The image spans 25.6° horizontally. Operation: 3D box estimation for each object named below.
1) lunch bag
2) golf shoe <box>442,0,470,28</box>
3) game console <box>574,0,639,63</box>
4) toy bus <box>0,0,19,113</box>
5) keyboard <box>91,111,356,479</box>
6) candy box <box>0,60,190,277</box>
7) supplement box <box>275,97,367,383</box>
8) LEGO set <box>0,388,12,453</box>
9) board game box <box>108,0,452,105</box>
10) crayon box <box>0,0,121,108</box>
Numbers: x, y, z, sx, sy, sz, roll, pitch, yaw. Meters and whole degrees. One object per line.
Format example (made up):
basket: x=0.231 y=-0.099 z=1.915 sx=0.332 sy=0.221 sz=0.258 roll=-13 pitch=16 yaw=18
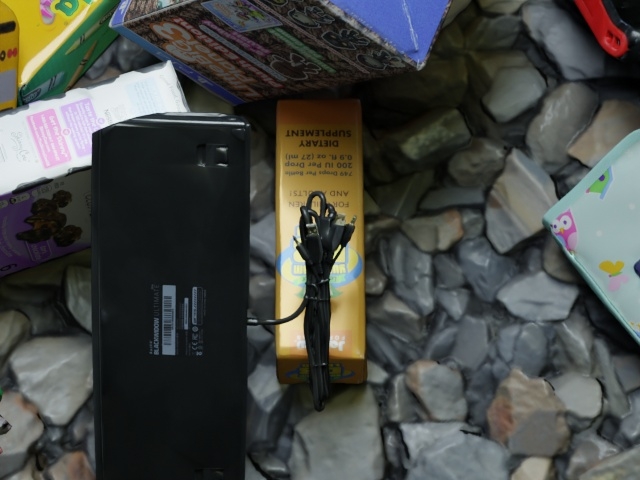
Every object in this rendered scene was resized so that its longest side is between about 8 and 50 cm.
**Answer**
lunch bag: x=0.345 y=-0.011 z=1.165 sx=0.262 sy=0.160 sz=0.223 roll=-35 pitch=73 yaw=-8
golf shoe: x=0.151 y=-0.321 z=1.287 sx=0.115 sy=0.140 sz=0.306 roll=32 pitch=69 yaw=11
game console: x=0.402 y=-0.233 z=1.211 sx=0.386 sy=0.060 sz=0.342 roll=-3 pitch=35 yaw=-2
toy bus: x=-0.418 y=-0.175 z=1.166 sx=0.332 sy=0.108 sz=0.130 roll=13 pitch=110 yaw=18
keyboard: x=-0.076 y=0.060 z=1.086 sx=0.201 sy=0.033 sz=0.317 roll=3 pitch=105 yaw=3
candy box: x=-0.199 y=-0.053 z=1.143 sx=0.196 sy=0.165 sz=0.070 roll=-19 pitch=72 yaw=-10
supplement box: x=0.000 y=0.000 z=1.181 sx=0.078 sy=0.080 sz=0.233 roll=-1 pitch=71 yaw=-1
LEGO set: x=-0.325 y=0.212 z=0.984 sx=0.192 sy=0.255 sz=0.331 roll=25 pitch=61 yaw=24
board game box: x=-0.010 y=-0.253 z=1.141 sx=0.141 sy=0.291 sz=0.232 roll=31 pitch=74 yaw=-28
crayon box: x=-0.239 y=-0.257 z=1.267 sx=0.165 sy=0.081 sz=0.278 roll=34 pitch=70 yaw=10
